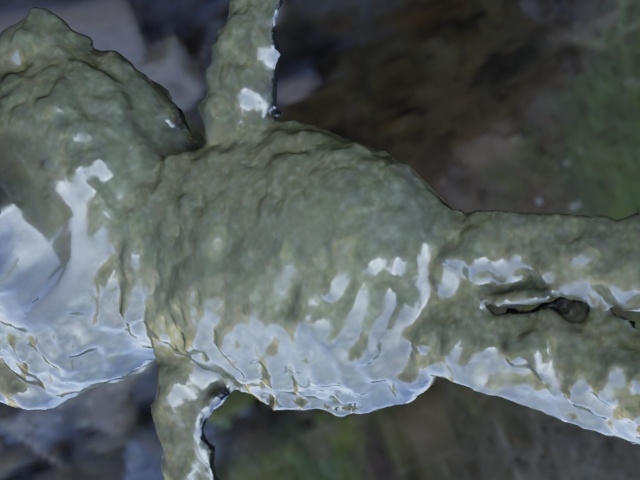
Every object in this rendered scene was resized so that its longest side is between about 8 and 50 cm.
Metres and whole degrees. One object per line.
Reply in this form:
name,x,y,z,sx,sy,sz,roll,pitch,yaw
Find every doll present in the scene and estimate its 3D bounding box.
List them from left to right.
doll,-0.003,0.017,0.554,0.091,0.286,0.202,-11,133,-53
